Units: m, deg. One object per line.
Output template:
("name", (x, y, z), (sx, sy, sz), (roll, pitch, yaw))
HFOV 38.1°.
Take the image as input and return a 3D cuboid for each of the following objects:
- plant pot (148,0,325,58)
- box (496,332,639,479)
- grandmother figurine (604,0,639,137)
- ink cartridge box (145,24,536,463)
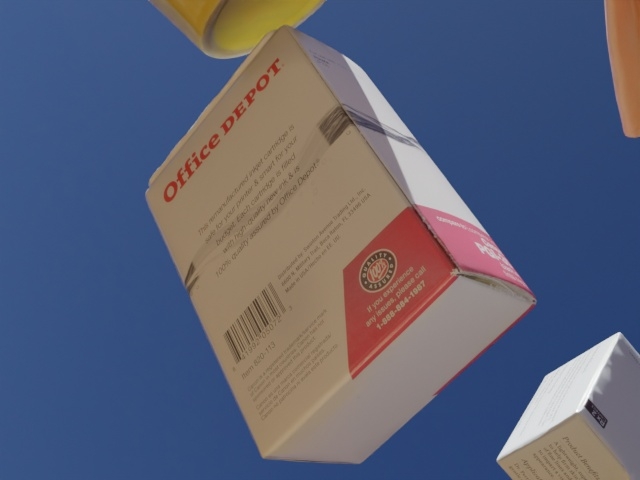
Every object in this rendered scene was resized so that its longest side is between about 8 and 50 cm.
("plant pot", (-0.098, -0.299, 0.788), (0.254, 0.254, 0.239), (-42, -102, 34))
("box", (0.310, 0.228, 0.979), (0.181, 0.182, 0.119), (50, -52, 2))
("grandmother figurine", (0.204, -0.222, 0.592), (0.104, 0.208, 0.343), (-16, -78, 22))
("ink cartridge box", (0.000, 0.000, 0.734), (0.207, 0.117, 0.283), (-47, -129, 22))
